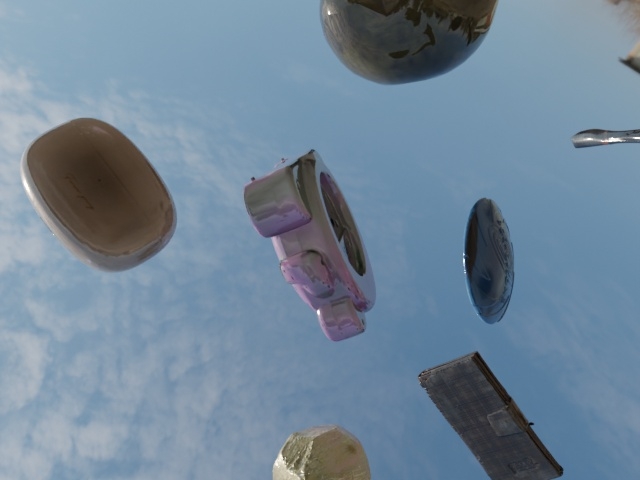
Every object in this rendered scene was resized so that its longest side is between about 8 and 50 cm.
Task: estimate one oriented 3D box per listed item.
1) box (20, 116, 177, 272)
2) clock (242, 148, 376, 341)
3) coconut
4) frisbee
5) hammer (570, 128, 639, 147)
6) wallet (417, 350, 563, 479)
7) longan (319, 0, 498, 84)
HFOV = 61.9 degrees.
[{"bbox_3d":[-0.271,-0.057,0.661,0.146,0.088,0.200,-37,-92,-24],"label":"box"},{"bbox_3d":[0.000,0.000,0.753,0.248,0.090,0.227,65,-164,-11],"label":"clock"},{"bbox_3d":[0.012,0.459,1.052,0.194,0.194,0.194,17,-141,-15],"label":"coconut"},{"bbox_3d":[0.333,0.037,1.011,0.242,0.045,0.242,11,-103,-52],"label":"frisbee"},{"bbox_3d":[0.726,-0.246,1.299,0.037,0.137,0.290,3,-174,-17],"label":"hammer"},{"bbox_3d":[0.264,0.287,0.842,0.230,0.124,0.042,55,-141,2],"label":"wallet"},{"bbox_3d":[0.202,-0.538,1.221,0.404,0.404,0.337,2,-109,-30],"label":"longan"}]
